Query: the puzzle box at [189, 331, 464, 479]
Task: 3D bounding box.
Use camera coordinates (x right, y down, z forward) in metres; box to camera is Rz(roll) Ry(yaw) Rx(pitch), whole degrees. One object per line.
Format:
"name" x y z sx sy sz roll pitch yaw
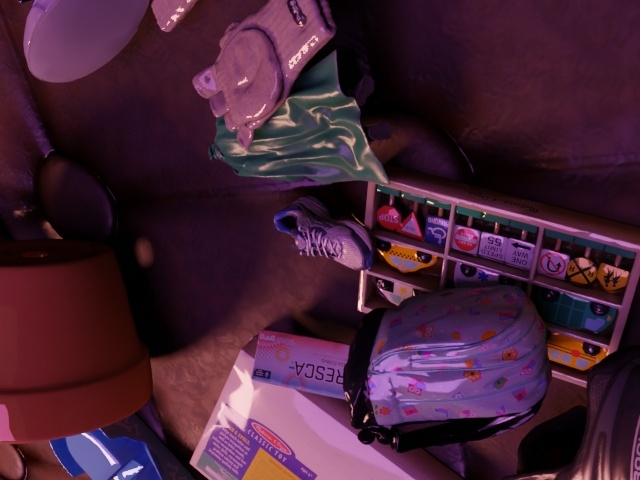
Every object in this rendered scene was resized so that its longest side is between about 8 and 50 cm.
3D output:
"puzzle box" 0.028 0.329 0.988 0.409 0.052 0.272 36 129 11

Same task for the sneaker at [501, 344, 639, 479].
"sneaker" 0.280 0.277 0.737 0.202 0.185 0.482 51 147 37

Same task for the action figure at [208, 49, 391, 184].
"action figure" -0.038 -0.111 0.784 0.232 0.063 0.137 -5 114 41

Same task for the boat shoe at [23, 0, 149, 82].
"boat shoe" -0.231 -0.299 0.760 0.105 0.113 0.306 58 133 24

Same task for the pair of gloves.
"pair of gloves" -0.081 -0.231 0.725 0.204 0.042 0.240 -43 68 44

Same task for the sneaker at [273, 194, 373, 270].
"sneaker" 0.000 0.000 0.796 0.135 0.058 0.052 32 130 43

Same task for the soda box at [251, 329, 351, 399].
"soda box" 0.017 0.147 0.864 0.183 0.058 0.062 8 83 21

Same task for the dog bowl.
"dog bowl" -0.304 0.367 1.205 0.297 0.074 0.166 47 130 3

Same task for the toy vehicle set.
"toy vehicle set" 0.168 0.034 0.749 0.267 0.035 0.165 17 123 24

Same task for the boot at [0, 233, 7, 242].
"boot" -0.516 -0.025 1.120 0.244 0.088 0.176 29 125 21

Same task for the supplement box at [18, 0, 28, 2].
"supplement box" -0.335 -0.332 0.854 0.083 0.056 0.083 45 130 3

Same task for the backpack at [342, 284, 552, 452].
"backpack" 0.121 0.111 0.707 0.182 0.152 0.115 -8 121 22

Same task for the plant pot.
"plant pot" -0.370 0.113 0.995 0.291 0.291 0.203 7 102 29
